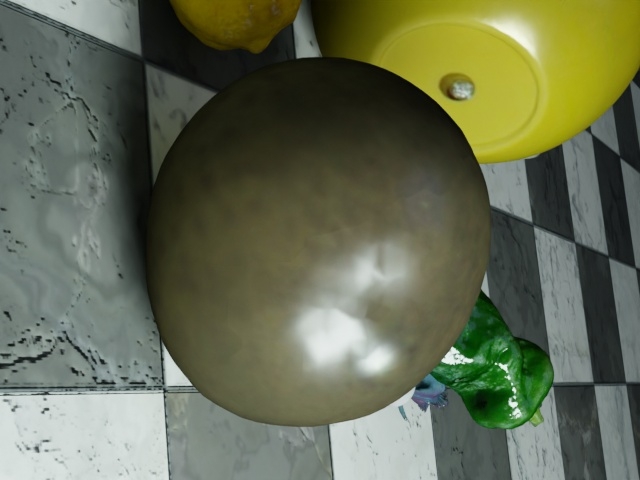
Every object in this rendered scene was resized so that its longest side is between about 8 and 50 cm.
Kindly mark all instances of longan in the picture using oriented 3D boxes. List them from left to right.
[{"bbox_3d":[0.000,0.000,0.775,0.258,0.258,0.258,32,53,-56],"label":"longan"}]

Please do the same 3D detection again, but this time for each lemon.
[{"bbox_3d":[-0.073,-0.222,0.860,0.114,0.114,0.155,-39,111,-60],"label":"lemon"}]

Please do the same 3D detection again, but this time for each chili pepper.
[{"bbox_3d":[0.139,0.099,1.103,0.270,0.099,0.136,41,21,-17],"label":"chili pepper"}]

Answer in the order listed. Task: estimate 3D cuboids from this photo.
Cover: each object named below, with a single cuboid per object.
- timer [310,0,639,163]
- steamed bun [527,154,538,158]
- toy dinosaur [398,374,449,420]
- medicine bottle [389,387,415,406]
[{"bbox_3d":[0.172,-0.274,1.090,0.376,0.376,0.387,55,41,-40],"label":"timer"},{"bbox_3d":[0.252,-0.191,1.492,0.183,0.106,0.183,21,66,-58],"label":"steamed bun"},{"bbox_3d":[0.115,0.142,1.170,0.197,0.045,0.080,-27,100,-66],"label":"toy dinosaur"},{"bbox_3d":[0.054,0.129,1.047,0.089,0.052,0.052,36,50,-54],"label":"medicine bottle"}]
